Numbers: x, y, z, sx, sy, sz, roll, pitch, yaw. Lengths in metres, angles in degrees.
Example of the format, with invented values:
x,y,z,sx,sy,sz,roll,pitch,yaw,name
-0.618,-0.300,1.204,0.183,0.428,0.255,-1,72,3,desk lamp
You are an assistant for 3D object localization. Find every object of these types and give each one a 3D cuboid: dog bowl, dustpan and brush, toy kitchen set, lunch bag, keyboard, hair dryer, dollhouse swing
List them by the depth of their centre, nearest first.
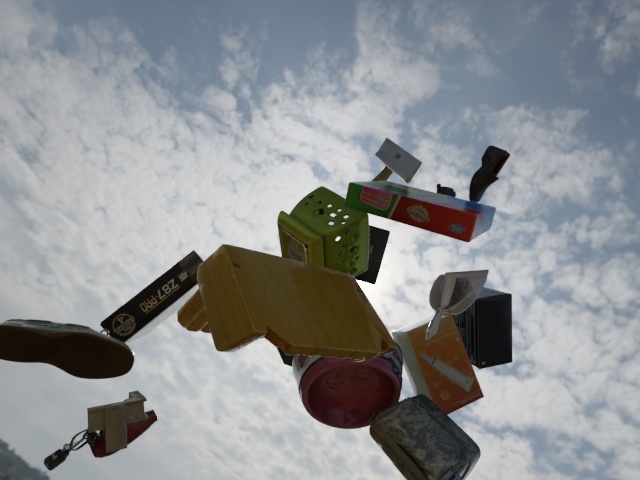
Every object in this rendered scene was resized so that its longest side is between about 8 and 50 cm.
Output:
x,y,z,sx,sy,sz,roll,pitch,yaw,name
-0.326,0.289,0.705,0.075,0.083,0.068,-11,-98,58,toy kitchen set
-0.103,0.205,0.946,0.347,0.315,0.305,17,-60,-38,dollhouse swing
0.302,0.150,1.052,0.060,0.211,0.147,34,-23,-24,dustpan and brush
-0.588,0.555,1.245,0.224,0.293,0.080,-36,-105,26,hair dryer
0.235,-0.252,1.363,0.014,0.256,0.072,29,-73,-29,keyboard
0.322,0.664,1.411,0.305,0.256,0.212,41,-71,38,lunch bag
0.103,0.498,1.560,0.408,0.150,0.407,-1,-59,-2,dog bowl

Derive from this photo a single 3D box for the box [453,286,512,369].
x,y,z,sx,sy,sz,roll,pitch,yaw,name
0.658,0.353,1.900,0.294,0.183,0.296,-164,-110,-72,box

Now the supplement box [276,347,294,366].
x,y,z,sx,sy,sz,roll,pitch,yaw,name
-0.018,0.396,1.990,0.194,0.357,0.195,-3,-67,54,supplement box

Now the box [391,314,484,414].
x,y,z,sx,sy,sz,roll,pitch,yaw,name
0.465,0.495,1.778,0.168,0.215,0.345,139,-68,-73,box

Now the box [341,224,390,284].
x,y,z,sx,sy,sz,roll,pitch,yaw,name
0.169,0.047,1.820,0.183,0.059,0.232,16,-83,4,box

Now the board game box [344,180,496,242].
x,y,z,sx,sy,sz,roll,pitch,yaw,name
0.256,-0.085,1.119,0.317,0.242,0.064,19,-73,27,board game box

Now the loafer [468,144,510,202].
x,y,z,sx,sy,sz,roll,pitch,yaw,name
0.475,-0.183,1.252,0.061,0.062,0.170,30,-75,42,loafer

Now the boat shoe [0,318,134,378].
x,y,z,sx,sy,sz,roll,pitch,yaw,name
-0.544,0.221,0.952,0.285,0.104,0.089,20,7,-17,boat shoe

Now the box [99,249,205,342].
x,y,z,sx,sy,sz,roll,pitch,yaw,name
-0.482,0.177,1.395,0.097,0.318,0.395,49,-13,-1,box

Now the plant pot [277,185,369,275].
x,y,z,sx,sy,sz,roll,pitch,yaw,name
0.000,0.000,1.353,0.228,0.207,0.227,35,-39,39,plant pot

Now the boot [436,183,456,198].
x,y,z,sx,sy,sz,roll,pitch,yaw,name
0.486,-0.114,1.568,0.198,0.137,0.077,16,-13,-29,boot

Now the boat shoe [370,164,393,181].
x,y,z,sx,sy,sz,roll,pitch,yaw,name
0.241,-0.260,1.656,0.048,0.056,0.153,35,-78,-6,boat shoe
